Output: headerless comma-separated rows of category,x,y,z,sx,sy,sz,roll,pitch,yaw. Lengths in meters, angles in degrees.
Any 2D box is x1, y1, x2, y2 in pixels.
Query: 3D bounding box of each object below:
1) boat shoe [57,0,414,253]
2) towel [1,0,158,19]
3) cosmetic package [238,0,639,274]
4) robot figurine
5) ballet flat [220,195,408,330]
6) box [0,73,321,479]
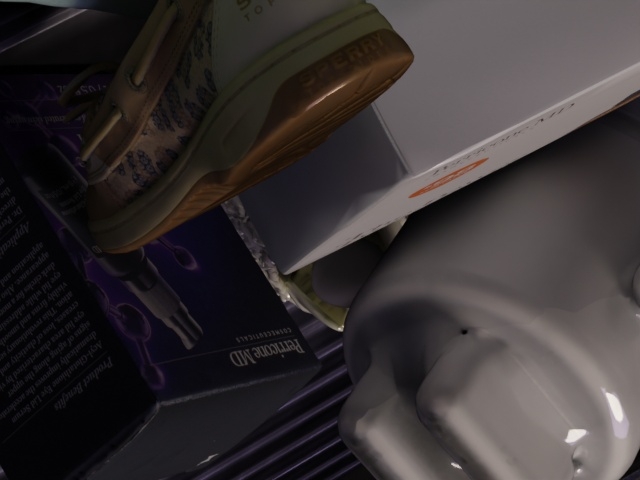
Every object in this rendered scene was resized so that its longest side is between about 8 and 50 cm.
boat shoe,-0.049,-0.066,0.871,0.104,0.089,0.285,-31,180,-27
towel,0.025,-0.206,0.817,0.320,0.090,0.374,-35,167,27
cosmetic package,0.148,-0.121,1.102,0.377,0.097,0.284,-27,175,-16
robot figurine,0.146,0.028,1.288,0.300,0.200,0.353,-15,-149,46
ballet flat,0.000,0.000,1.412,0.147,0.147,0.409,-34,167,1
box,-0.123,0.022,1.047,0.108,0.207,0.153,-41,164,28
